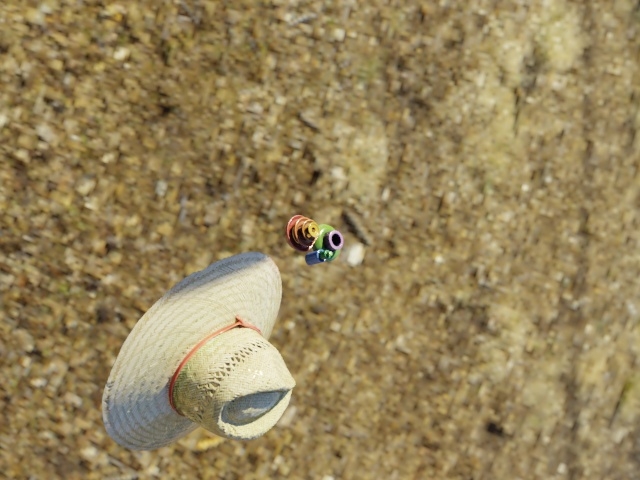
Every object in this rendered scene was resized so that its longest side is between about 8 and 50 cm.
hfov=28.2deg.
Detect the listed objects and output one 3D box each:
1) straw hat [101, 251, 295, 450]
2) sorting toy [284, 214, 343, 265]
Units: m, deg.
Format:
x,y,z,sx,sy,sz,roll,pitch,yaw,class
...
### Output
x,y,z,sx,sy,sz,roll,pitch,yaw,class
-0.050,0.080,0.717,0.144,0.061,0.144,-39,148,-31,straw hat
0.000,0.000,1.682,0.102,0.042,0.061,14,70,-42,sorting toy
